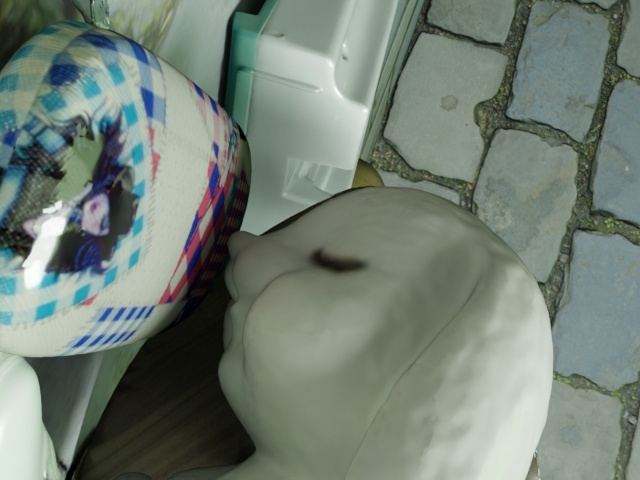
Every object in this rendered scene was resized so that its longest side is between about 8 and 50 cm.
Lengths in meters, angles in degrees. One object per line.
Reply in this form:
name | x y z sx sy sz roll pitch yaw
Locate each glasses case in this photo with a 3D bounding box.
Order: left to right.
glasses case | -0.089 -0.015 0.465 0.327 0.076 0.125 25 86 -85

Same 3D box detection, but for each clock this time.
clock | -0.002 -0.128 0.829 0.262 0.116 0.231 105 5 -49

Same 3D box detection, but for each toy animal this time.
toy animal | 0.017 0.102 0.506 0.265 0.205 0.271 -67 -169 -10

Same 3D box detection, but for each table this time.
table | 0.029 0.137 0.746 0.249 0.317 0.318 -44 152 -80

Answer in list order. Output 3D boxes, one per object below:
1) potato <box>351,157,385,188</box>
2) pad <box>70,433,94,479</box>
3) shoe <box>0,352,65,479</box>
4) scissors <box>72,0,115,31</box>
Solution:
potato | 0.000 0.000 1.132 0.251 0.159 0.174 -58 -162 -18
pad | -0.192 0.326 0.699 0.315 0.063 0.376 87 22 -77
shoe | -0.136 0.161 0.435 0.095 0.110 0.265 -62 172 -59
scissors | -0.091 -0.134 0.333 0.187 0.019 0.134 79 25 -78
